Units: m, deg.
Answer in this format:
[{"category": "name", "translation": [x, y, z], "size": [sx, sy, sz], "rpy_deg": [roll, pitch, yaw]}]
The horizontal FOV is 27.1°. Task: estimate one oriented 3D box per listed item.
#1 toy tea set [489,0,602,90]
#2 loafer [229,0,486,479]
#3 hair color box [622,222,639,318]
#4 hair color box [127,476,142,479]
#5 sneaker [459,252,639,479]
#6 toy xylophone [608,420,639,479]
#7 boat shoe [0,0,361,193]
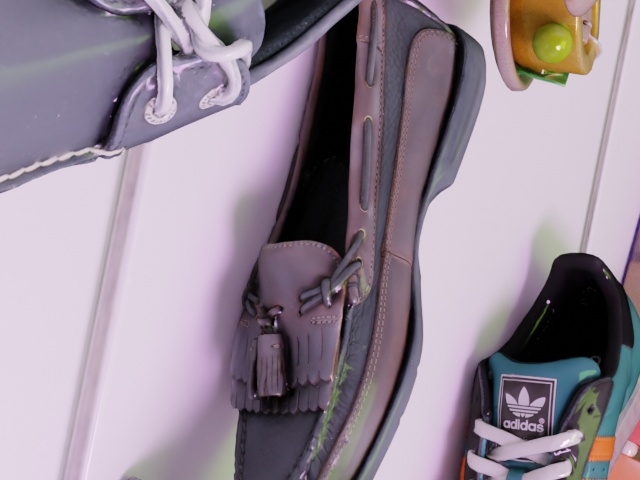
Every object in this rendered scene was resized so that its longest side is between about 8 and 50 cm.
[{"category": "toy tea set", "translation": [0.161, -0.189, 0.687], "size": [0.336, 0.124, 0.200], "rpy_deg": [-63, 148, -46]}, {"category": "loafer", "translation": [0.000, 0.000, 0.615], "size": [0.084, 0.096, 0.267], "rpy_deg": [34, 62, -35]}, {"category": "hair color box", "translation": [0.356, -0.012, 1.042], "size": [0.110, 0.185, 0.339], "rpy_deg": [34, 70, -53]}, {"category": "hair color box", "translation": [-0.077, 0.288, 0.475], "size": [0.374, 0.185, 0.113], "rpy_deg": [-58, 141, -28]}, {"category": "sneaker", "translation": [0.127, 0.139, 0.823], "size": [0.302, 0.108, 0.121], "rpy_deg": [-65, 145, -34]}, {"category": "toy xylophone", "translation": [0.242, 0.234, 0.911], "size": [0.323, 0.236, 0.081], "rpy_deg": [-68, 156, -13]}, {"category": "boat shoe", "translation": [-0.059, -0.092, 0.452], "size": [0.319, 0.099, 0.116], "rpy_deg": [-43, 135, -50]}]
